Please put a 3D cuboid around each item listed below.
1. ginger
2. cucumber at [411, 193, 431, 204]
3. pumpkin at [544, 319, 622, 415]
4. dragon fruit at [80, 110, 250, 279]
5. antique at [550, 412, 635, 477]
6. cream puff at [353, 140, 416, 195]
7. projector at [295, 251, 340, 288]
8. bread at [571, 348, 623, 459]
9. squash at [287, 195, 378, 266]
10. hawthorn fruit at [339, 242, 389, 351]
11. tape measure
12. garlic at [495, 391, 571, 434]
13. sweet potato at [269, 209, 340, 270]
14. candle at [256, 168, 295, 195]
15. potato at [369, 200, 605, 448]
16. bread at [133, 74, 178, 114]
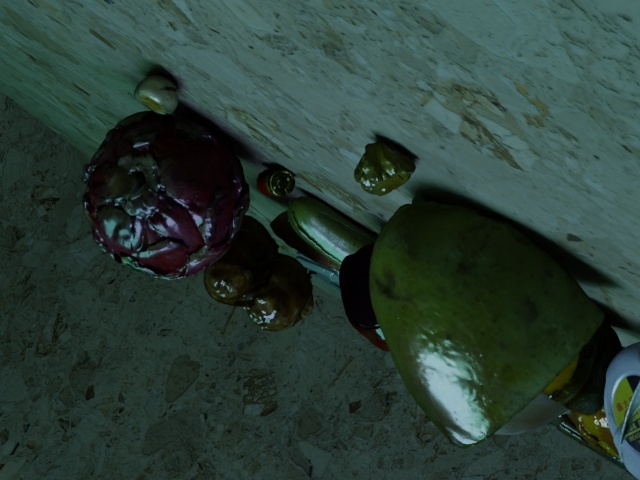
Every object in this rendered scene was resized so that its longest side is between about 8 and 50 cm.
[{"bbox_3d":[-0.132,0.072,2.183,0.254,0.176,0.418,29,-174,-13],"label":"ginger"},{"bbox_3d":[0.167,-0.023,1.488,0.037,0.037,0.155,26,172,35],"label":"cucumber"},{"bbox_3d":[0.361,0.141,1.556,0.131,0.126,0.248,21,-160,-32],"label":"pumpkin"},{"bbox_3d":[-0.284,-0.080,1.924,0.329,0.329,0.329,30,173,4],"label":"dragon fruit"},{"bbox_3d":[0.627,0.403,2.232,0.284,0.125,0.150,31,172,0],"label":"antique"},{"bbox_3d":[0.079,-0.093,1.299,0.083,0.083,0.058,21,-130,-61],"label":"cream puff"},{"bbox_3d":[0.087,0.084,2.377,0.256,0.099,0.192,34,171,-30],"label":"projector"},{"bbox_3d":[0.527,0.296,1.752,0.204,0.156,0.288,23,169,37],"label":"bread"},{"bbox_3d":[0.078,0.024,2.010,0.341,0.094,0.094,31,173,-6],"label":"squash"},{"bbox_3d":[0.138,0.103,1.862,0.215,0.215,0.250,30,172,9],"label":"hawthorn fruit"},{"bbox_3d":[0.467,0.228,1.394,0.120,0.197,0.236,-9,157,-23],"label":"tape measure"},{"bbox_3d":[0.337,0.246,1.918,0.245,0.231,0.340,30,180,33],"label":"garlic"},{"bbox_3d":[0.000,0.000,2.166,0.251,0.097,0.097,30,174,34],"label":"sweet potato"},{"bbox_3d":[-0.087,-0.108,1.927,0.052,0.052,0.130,33,175,-16],"label":"candle"},{"bbox_3d":[0.163,0.108,1.398,0.280,0.213,0.330,43,156,-6],"label":"potato"},{"bbox_3d":[-0.270,-0.244,1.725,0.073,0.053,0.214,36,175,-13],"label":"bread"}]
